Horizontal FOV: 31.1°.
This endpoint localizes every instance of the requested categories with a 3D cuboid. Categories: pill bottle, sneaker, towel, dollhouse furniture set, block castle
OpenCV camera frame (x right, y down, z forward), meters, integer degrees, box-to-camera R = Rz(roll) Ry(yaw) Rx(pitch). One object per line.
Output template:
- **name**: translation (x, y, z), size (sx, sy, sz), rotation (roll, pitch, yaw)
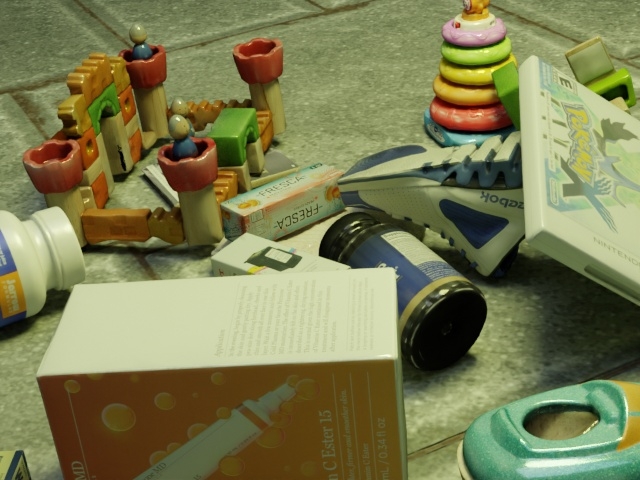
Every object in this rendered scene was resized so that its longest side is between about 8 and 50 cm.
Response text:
- **pill bottle**: translation (0.094, 0.055, 1.427), size (0.123, 0.122, 0.219), rotation (-22, 40, -26)
- **sneaker**: translation (0.183, -0.036, 1.560), size (0.315, 0.182, 0.127), rotation (-4, 22, 30)
- **towel**: translation (0.000, 0.000, 1.643), size (0.282, 0.049, 0.187), rotation (5, 32, 18)
- **dollhouse furniture set**: translation (0.392, -0.178, 1.719), size (0.198, 0.151, 0.301), rotation (-26, 27, 14)
- **pill bottle**: translation (-0.461, 0.049, 1.536), size (0.272, 0.152, 0.152), rotation (-21, 32, -24)
- **block castle**: translation (-0.245, -0.185, 1.812), size (0.303, 0.212, 0.453), rotation (0, 32, 15)

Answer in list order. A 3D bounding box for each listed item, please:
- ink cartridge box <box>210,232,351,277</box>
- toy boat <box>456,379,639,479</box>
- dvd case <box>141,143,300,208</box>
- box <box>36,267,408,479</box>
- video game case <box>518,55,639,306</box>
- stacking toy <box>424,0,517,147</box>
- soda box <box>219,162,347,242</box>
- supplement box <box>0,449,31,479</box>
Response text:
- **ink cartridge box**: translation (-0.043, 0.079, 1.431), size (0.175, 0.127, 0.072), rotation (17, 40, 36)
- **toy boat**: translation (0.286, 0.218, 1.079), size (0.267, 0.148, 0.318), rotation (-13, 23, -12)
- **dvd case**: translation (-0.167, -0.115, 1.908), size (0.221, 0.018, 0.164), rotation (-19, 32, -20)
- **box**: translation (-0.087, 0.167, 1.192), size (0.345, 0.215, 0.168), rotation (-4, 30, 5)
- **video game case**: translation (0.374, -0.055, 1.429), size (0.300, 0.036, 0.329), rotation (27, 42, -19)
- **stacking toy**: translation (0.257, -0.312, 1.889), size (0.166, 0.301, 0.175), rotation (-14, 31, -14)
- **soda box**: translation (-0.051, -0.049, 1.633), size (0.183, 0.058, 0.063), rotation (-24, 33, -31)
- **supplement box**: translation (-0.358, 0.271, 1.220), size (0.083, 0.056, 0.083), rotation (-4, 29, 4)
